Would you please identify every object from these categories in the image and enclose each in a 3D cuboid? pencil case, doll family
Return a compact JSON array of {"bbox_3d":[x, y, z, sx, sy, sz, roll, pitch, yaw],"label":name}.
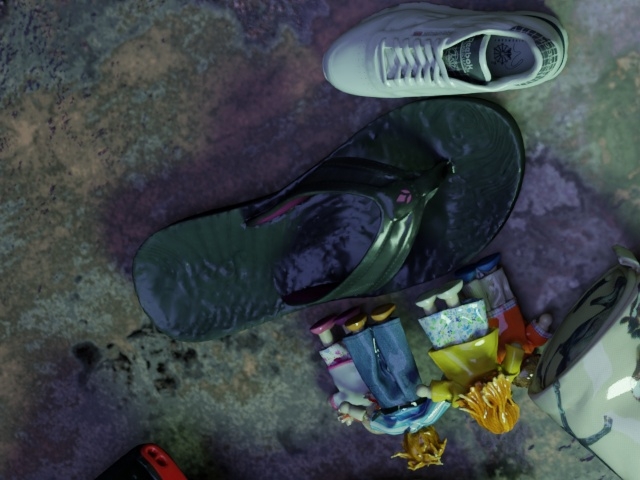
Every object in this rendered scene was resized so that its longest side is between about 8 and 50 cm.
[{"bbox_3d":[0.381,0.191,1.277,0.410,0.160,0.183,40,93,3],"label":"pencil case"},{"bbox_3d":[0.103,0.136,1.375,0.263,0.118,0.163,-21,99,24],"label":"doll family"}]

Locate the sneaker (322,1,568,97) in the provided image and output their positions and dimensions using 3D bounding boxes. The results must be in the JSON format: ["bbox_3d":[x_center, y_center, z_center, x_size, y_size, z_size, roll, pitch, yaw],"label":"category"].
[{"bbox_3d":[0.106,-0.172,1.290,0.235,0.095,0.090,-4,107,22],"label":"sneaker"}]

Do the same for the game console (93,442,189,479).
[{"bbox_3d":[-0.190,0.436,1.564,0.386,0.060,0.342,-41,82,38],"label":"game console"}]

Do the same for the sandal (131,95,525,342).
[{"bbox_3d":[0.000,0.003,1.374,0.446,0.107,0.167,-25,98,24],"label":"sandal"}]
